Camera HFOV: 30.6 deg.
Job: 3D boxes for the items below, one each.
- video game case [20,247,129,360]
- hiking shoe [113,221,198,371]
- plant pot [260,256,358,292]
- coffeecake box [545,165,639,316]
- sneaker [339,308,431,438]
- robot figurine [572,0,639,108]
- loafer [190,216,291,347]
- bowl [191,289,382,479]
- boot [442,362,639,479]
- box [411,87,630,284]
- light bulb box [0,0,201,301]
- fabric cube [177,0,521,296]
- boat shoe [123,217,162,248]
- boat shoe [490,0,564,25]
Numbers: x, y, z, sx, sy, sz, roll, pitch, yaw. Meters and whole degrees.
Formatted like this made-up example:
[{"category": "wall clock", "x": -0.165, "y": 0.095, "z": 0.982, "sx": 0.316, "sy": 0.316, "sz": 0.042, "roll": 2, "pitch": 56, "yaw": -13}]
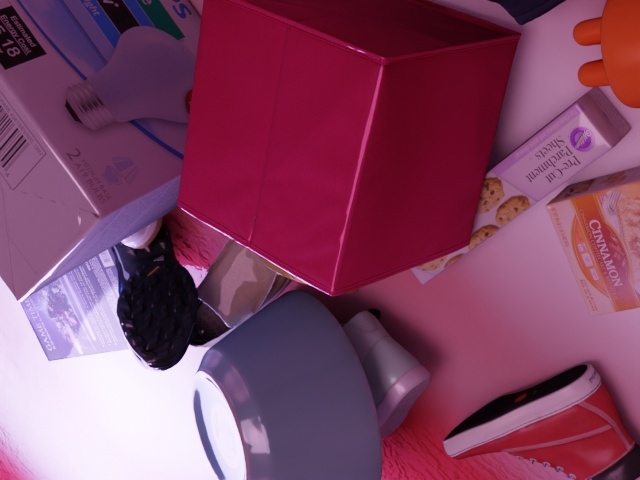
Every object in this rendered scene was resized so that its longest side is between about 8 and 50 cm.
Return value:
[{"category": "video game case", "x": -0.392, "y": 0.094, "z": 1.895, "sx": 0.274, "sy": 0.026, "sz": 0.196, "roll": -11, "pitch": 107, "yaw": 40}, {"category": "hiking shoe", "x": -0.229, "y": 0.090, "z": 1.652, "sx": 0.113, "sy": 0.304, "sz": 0.132, "roll": -9, "pitch": 128, "yaw": -7}, {"category": "plant pot", "x": 0.000, "y": 0.000, "z": 1.510, "sx": 0.134, "sy": 0.134, "sz": 0.095, "roll": 23, "pitch": 101, "yaw": 24}, {"category": "coffeecake box", "x": 0.363, "y": -0.007, "z": 1.273, "sx": 0.185, "sy": 0.068, "sz": 0.142, "roll": -16, "pitch": 103, "yaw": 39}, {"category": "sneaker", "x": 0.048, "y": 0.196, "z": 1.601, "sx": 0.151, "sy": 0.094, "sz": 0.256, "roll": 51, "pitch": 140, "yaw": 19}, {"category": "robot figurine", "x": 0.359, "y": -0.198, "z": 1.133, "sx": 0.219, "sy": 0.158, "sz": 0.128, "roll": -2, "pitch": 152, "yaw": 36}, {"category": "loafer", "x": -0.119, "y": 0.071, "z": 1.641, "sx": 0.102, "sy": 0.092, "sz": 0.268, "roll": 40, "pitch": 131, "yaw": 11}, {"category": "bowl", "x": -0.064, "y": 0.235, "z": 1.561, "sx": 0.311, "sy": 0.163, "sz": 0.312, "roll": 39, "pitch": 137, "yaw": 50}, {"category": "boot", "x": 0.284, "y": 0.274, "z": 1.472, "sx": 0.244, "sy": 0.088, "sz": 0.176, "roll": -29, "pitch": 97, "yaw": 38}, {"category": "box", "x": 0.213, "y": -0.056, "z": 1.356, "sx": 0.067, "sy": 0.063, "sz": 0.324, "roll": 52, "pitch": 132, "yaw": 1}, {"category": "light bulb box", "x": -0.310, "y": -0.180, "z": 1.464, "sx": 0.225, "sy": 0.361, "sz": 0.358, "roll": -36, "pitch": 91, "yaw": 40}, {"category": "fabric cube", "x": 0.025, "y": -0.130, "z": 1.281, "sx": 0.259, "sy": 0.254, "sz": 0.258, "roll": 28, "pitch": 121, "yaw": 34}, {"category": "boat shoe", "x": -0.336, "y": -0.093, "z": 1.664, "sx": 0.277, "sy": 0.096, "sz": 0.098, "roll": 38, "pitch": 100, "yaw": 33}, {"category": "boat shoe", "x": 0.262, "y": -0.359, "z": 1.138, "sx": 0.340, "sy": 0.158, "sz": 0.127, "roll": -36, "pitch": 46, "yaw": 24}]
